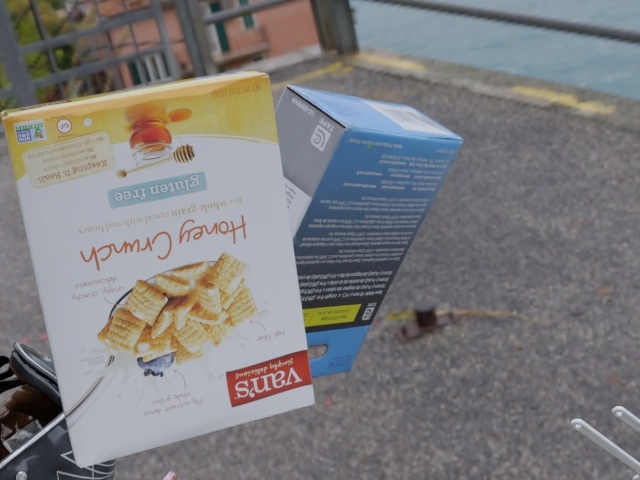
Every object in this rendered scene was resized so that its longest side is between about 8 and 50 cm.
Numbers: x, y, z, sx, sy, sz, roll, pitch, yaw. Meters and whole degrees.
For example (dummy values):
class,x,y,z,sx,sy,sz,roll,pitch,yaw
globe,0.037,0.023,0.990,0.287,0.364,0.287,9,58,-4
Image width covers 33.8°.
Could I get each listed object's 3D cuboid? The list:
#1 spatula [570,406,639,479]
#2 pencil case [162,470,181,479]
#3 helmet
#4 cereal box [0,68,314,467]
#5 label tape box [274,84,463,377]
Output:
class,x,y,z,sx,sy,sz,roll,pitch,yaw
spatula,0.467,0.272,1.418,0.168,0.242,0.019,-34,31,35
pencil case,-0.172,0.588,1.937,0.386,0.167,0.160,34,38,5
helmet,-0.260,0.190,0.928,0.169,0.169,0.161,-27,60,-30
cereal box,-0.103,0.017,0.707,0.173,0.240,0.047,-13,16,-16
label tape box,0.000,0.000,1.224,0.106,0.333,0.241,37,22,32
